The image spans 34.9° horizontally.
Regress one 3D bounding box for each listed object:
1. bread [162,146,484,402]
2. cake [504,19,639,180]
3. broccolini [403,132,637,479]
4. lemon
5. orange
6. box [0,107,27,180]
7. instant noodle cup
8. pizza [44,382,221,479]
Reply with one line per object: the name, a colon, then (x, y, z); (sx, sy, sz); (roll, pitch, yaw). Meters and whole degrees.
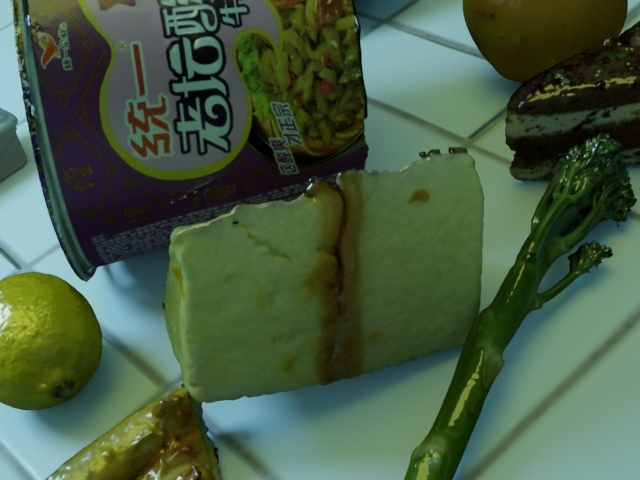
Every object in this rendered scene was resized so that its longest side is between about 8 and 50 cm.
bread: (0.000, 0.000, 0.751); (0.240, 0.178, 0.135); (-13, 37, -17)
cake: (0.292, -0.110, 0.862); (0.246, 0.112, 0.135); (-27, 43, -12)
broccolini: (0.154, 0.071, 0.759); (0.074, 0.079, 0.392); (18, 58, 21)
lemon: (-0.232, 0.083, 0.827); (0.109, 0.109, 0.133); (-29, 50, -14)
orange: (0.217, -0.222, 0.997); (0.159, 0.136, 0.159); (4, 33, -2)
box: (-0.389, -0.093, 1.119); (0.122, 0.062, 0.089); (-41, 46, -24)
instant noodle cup: (-0.106, -0.150, 0.903); (0.266, 0.340, 0.340); (-9, 40, -3)
pizza: (-0.154, 0.236, 0.650); (0.182, 0.074, 0.365); (6, 45, 38)
